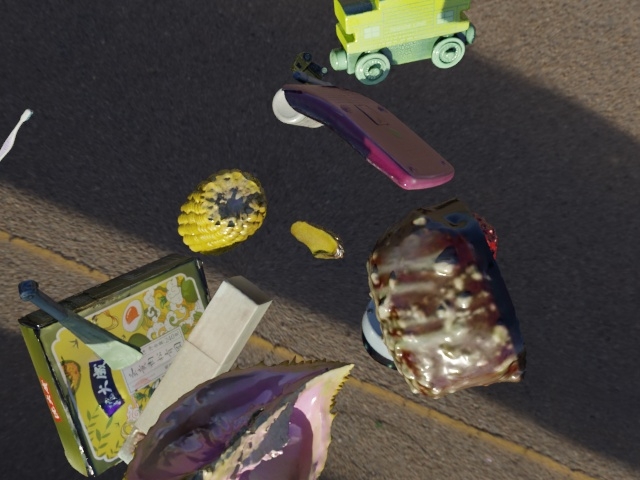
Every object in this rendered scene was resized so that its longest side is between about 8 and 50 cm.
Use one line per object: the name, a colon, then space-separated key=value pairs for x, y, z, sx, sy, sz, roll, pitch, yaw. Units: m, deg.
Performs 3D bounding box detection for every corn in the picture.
corn: x=-0.187 y=-0.049 z=1.199 sx=0.144 sy=0.387 sz=0.144 roll=2 pitch=81 yaw=-15

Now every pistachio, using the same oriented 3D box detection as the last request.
pistachio: x=0.000 y=0.000 z=1.675 sx=0.173 sy=0.049 sz=0.089 roll=27 pitch=124 yaw=31

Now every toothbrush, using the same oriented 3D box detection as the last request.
toothbrush: x=-0.439 y=-0.130 z=0.902 sx=0.011 sy=0.013 sz=0.131 roll=39 pitch=99 yaw=3

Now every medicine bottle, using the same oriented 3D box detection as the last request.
medicine bottle: x=-0.016 y=-0.244 z=1.130 sx=0.061 sy=0.220 sz=0.092 roll=-1 pitch=96 yaw=19

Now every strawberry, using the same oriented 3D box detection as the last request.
strawberry: x=0.387 y=-0.022 z=1.669 sx=0.111 sy=0.236 sz=0.190 roll=-25 pitch=47 yaw=21

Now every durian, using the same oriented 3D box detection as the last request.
durian: x=-0.067 y=0.173 z=0.555 sx=0.165 sy=0.132 sz=0.182 roll=22 pitch=46 yaw=-5

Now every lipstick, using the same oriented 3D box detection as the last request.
lipstick: x=-0.214 y=0.233 z=1.103 sx=0.080 sy=0.076 sz=0.371 roll=35 pitch=102 yaw=12

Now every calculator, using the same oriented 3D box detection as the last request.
calculator: x=0.059 y=-0.123 z=0.719 sx=0.190 sy=0.126 sz=0.034 roll=40 pitch=118 yaw=20

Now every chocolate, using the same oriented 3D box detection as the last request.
chocolate: x=0.195 y=0.113 z=1.108 sx=0.210 sy=0.225 sz=0.340 roll=-20 pitch=86 yaw=2

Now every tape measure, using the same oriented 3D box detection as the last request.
tape measure: x=0.176 y=0.182 z=1.349 sx=0.181 sy=0.107 sz=0.182 roll=-30 pitch=60 yaw=-35

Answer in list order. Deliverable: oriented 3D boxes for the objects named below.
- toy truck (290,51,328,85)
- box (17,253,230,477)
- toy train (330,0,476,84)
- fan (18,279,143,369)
toy truck: x=-0.030 y=-0.404 z=1.534 sx=0.083 sy=0.049 sz=0.054 roll=39 pitch=81 yaw=-10
box: x=-0.432 y=0.274 z=1.519 sx=0.420 sy=0.138 sz=0.373 roll=-26 pitch=110 yaw=-38
toy train: x=0.237 y=-0.621 z=1.869 sx=0.442 sy=0.272 sz=0.179 roll=-13 pitch=46 yaw=-6
fan: x=-0.232 y=0.085 z=0.637 sx=0.038 sy=0.193 sz=0.016 roll=-26 pitch=57 yaw=-1
